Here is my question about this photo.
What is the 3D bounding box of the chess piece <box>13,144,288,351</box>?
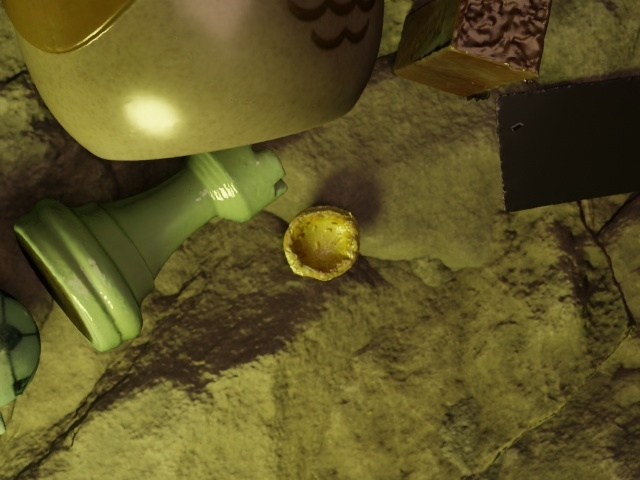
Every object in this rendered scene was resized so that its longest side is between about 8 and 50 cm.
[{"bbox_3d":[-0.190,-0.024,1.580,0.299,0.194,0.195,-36,108,-16],"label":"chess piece"}]

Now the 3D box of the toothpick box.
[{"bbox_3d":[-0.144,-0.321,1.410,0.409,0.409,0.425,-12,103,-13],"label":"toothpick box"}]

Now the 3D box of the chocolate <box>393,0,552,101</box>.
[{"bbox_3d":[0.170,-0.234,1.570,0.112,0.321,0.112,10,91,-8],"label":"chocolate"}]

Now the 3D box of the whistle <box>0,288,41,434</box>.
[{"bbox_3d":[-0.409,0.092,1.543,0.163,0.163,0.290,-16,105,-12],"label":"whistle"}]

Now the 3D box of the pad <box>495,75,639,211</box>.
[{"bbox_3d":[0.363,-0.134,1.797,0.265,0.009,0.160,-9,104,-13],"label":"pad"}]

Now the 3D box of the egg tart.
[{"bbox_3d":[0.000,0.000,1.702,0.105,0.039,0.105,-3,102,-15],"label":"egg tart"}]
